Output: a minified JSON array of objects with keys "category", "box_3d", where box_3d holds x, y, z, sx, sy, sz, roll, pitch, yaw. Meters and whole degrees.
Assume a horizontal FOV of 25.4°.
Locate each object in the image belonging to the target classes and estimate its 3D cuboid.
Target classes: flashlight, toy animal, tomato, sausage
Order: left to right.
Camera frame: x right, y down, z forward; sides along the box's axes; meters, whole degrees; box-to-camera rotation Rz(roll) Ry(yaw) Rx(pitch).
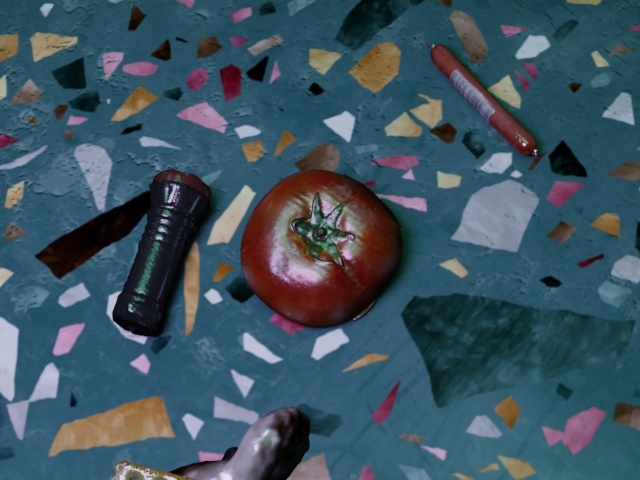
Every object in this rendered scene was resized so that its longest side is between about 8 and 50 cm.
[{"category":"flashlight","box_3d":[-0.221,0.019,1.951,0.093,0.093,0.232,11,68,15]},{"category":"toy animal","box_3d":[-0.087,0.337,1.589,0.194,0.344,0.302,36,82,22]},{"category":"tomato","box_3d":[-0.002,0.000,1.895,0.225,0.085,0.225,-2,72,7]},{"category":"sausage","box_3d":[0.230,-0.204,2.033,0.034,0.034,0.253,-32,61,-10]}]

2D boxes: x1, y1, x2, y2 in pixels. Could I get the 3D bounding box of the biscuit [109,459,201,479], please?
[{"category":"biscuit","box_3d":[-0.170,0.332,1.429,0.144,0.016,0.203,15,79,5]}]
